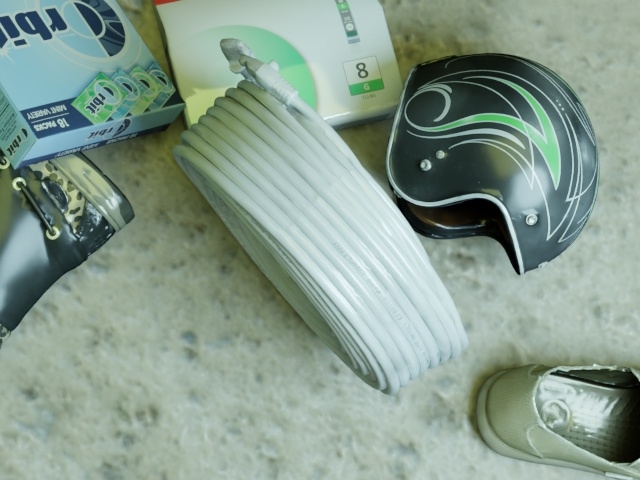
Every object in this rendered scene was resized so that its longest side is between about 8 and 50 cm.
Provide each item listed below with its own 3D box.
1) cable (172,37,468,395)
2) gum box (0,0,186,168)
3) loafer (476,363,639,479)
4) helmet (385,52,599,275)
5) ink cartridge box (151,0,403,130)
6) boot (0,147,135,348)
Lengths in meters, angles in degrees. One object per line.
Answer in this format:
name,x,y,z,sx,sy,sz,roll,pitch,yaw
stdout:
cable,0.000,0.000,1.099,0.089,0.257,0.257,-39,69,-7
gum box,-0.213,-0.153,1.148,0.157,0.041,0.184,-20,72,-49
loafer,0.262,0.150,1.196,0.268,0.092,0.102,4,80,-8
helmet,0.139,-0.062,1.179,0.162,0.169,0.169,11,79,10
ink cartridge box,-0.044,-0.192,1.230,0.181,0.056,0.224,-13,84,-11
boot,-0.285,-0.034,1.153,0.236,0.085,0.178,39,80,1
